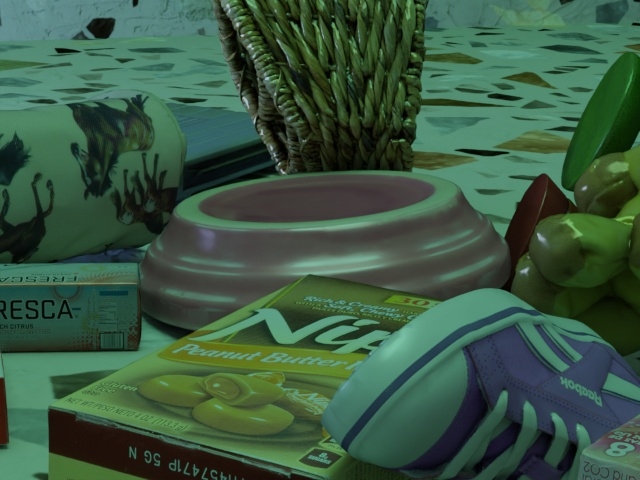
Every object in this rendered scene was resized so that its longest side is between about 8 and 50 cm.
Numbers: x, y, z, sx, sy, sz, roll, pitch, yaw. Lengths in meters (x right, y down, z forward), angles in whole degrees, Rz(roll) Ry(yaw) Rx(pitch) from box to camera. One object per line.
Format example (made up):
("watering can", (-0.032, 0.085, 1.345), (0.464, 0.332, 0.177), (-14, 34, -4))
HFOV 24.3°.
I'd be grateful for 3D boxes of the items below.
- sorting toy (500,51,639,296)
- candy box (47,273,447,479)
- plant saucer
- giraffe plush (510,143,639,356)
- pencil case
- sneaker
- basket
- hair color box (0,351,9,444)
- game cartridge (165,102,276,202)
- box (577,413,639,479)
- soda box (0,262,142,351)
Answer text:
("sorting toy", (0.275, -0.062, 1.269), (0.126, 0.365, 0.127), (25, 43, -4))
("candy box", (-0.005, 0.111, 0.937), (0.183, 0.088, 0.316), (11, 18, 26))
("plant saucer", (0.000, 0.000, 1.304), (0.332, 0.084, 0.332), (-4, 13, 1))
("giraffe plush", (0.256, -0.012, 1.148), (0.210, 0.181, 0.170), (8, 56, -3))
("pencil case", (-0.320, -0.036, 1.319), (0.410, 0.160, 0.183), (-14, -10, -45))
("sneaker", (0.129, 0.114, 0.793), (0.282, 0.102, 0.161), (5, 39, -52))
("basket", (-0.012, -0.132, 1.535), (0.223, 0.214, 0.299), (5, -11, 0))
("hair color box", (-0.271, 0.094, 1.042), (0.093, 0.053, 0.167), (-3, 17, -14))
("game cartridge", (-0.193, -0.108, 1.804), (0.230, 0.068, 0.355), (5, 15, 28))
("box", (0.262, 0.174, 0.612), (0.300, 0.154, 0.142), (14, 20, 35))
("soda box", (-0.235, 0.053, 1.190), (0.183, 0.058, 0.063), (0, 15, -8))
